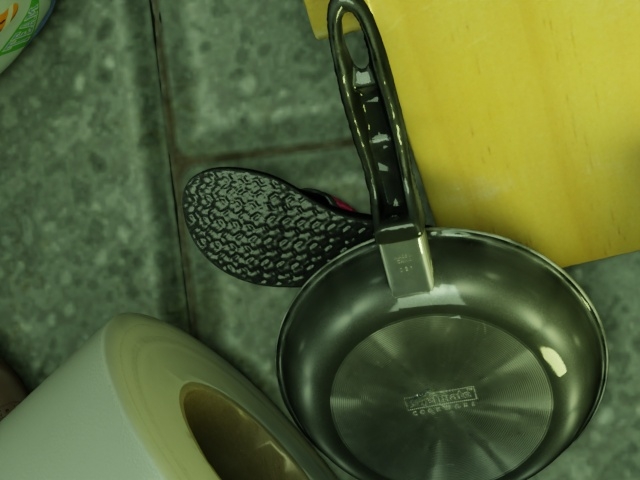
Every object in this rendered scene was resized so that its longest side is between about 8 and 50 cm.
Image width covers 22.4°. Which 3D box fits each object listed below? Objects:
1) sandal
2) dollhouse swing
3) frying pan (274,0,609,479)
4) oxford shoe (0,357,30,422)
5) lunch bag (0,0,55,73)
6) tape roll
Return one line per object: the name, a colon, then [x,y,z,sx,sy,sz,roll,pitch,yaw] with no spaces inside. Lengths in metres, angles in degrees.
sandal: [0.000,0.000,1.000,0.179,0.040,0.067,15,102,-5]
dollhouse swing: [0.171,-0.209,0.937,0.346,0.305,0.315,-14,50,12]
frying pan: [0.079,0.028,0.909,0.197,0.053,0.326,8,124,-1]
oxford shoe: [-0.296,0.173,1.039,0.271,0.097,0.098,-42,91,11]
lunch bag: [-0.305,-0.105,0.944,0.303,0.243,0.115,-39,86,12]
tape roll: [-0.093,0.185,0.922,0.169,0.246,0.246,-42,85,10]
